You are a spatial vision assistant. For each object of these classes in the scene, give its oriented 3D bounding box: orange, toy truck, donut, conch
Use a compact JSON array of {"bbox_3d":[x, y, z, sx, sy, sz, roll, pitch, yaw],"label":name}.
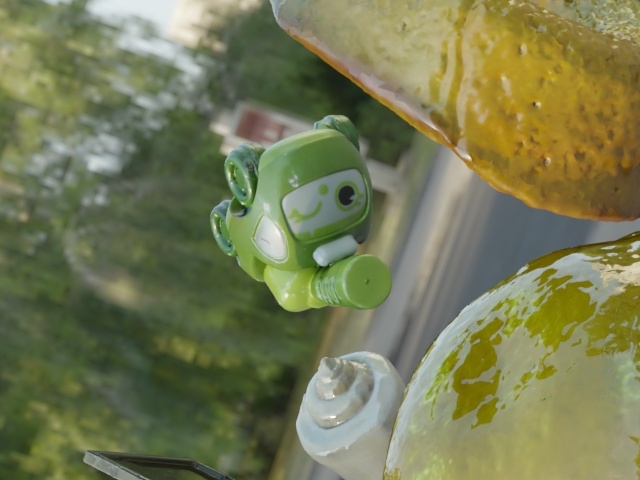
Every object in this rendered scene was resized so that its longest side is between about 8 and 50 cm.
[{"bbox_3d":[0.161,0.116,0.907,0.279,0.279,0.235,114,148,-64],"label":"orange"},{"bbox_3d":[-0.011,-0.005,1.970,0.148,0.211,0.187,-22,-11,-25],"label":"toy truck"},{"bbox_3d":[0.118,-0.135,1.281,0.110,0.303,0.303,-61,6,22],"label":"donut"},{"bbox_3d":[0.041,0.156,1.556,0.104,0.176,0.094,-19,47,26],"label":"conch"}]

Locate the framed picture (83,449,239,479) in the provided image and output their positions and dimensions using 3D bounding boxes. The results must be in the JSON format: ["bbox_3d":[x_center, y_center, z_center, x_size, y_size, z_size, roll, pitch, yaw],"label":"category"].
[{"bbox_3d":[-0.071,0.246,1.756,0.184,0.250,0.016,16,-86,-61],"label":"framed picture"}]
